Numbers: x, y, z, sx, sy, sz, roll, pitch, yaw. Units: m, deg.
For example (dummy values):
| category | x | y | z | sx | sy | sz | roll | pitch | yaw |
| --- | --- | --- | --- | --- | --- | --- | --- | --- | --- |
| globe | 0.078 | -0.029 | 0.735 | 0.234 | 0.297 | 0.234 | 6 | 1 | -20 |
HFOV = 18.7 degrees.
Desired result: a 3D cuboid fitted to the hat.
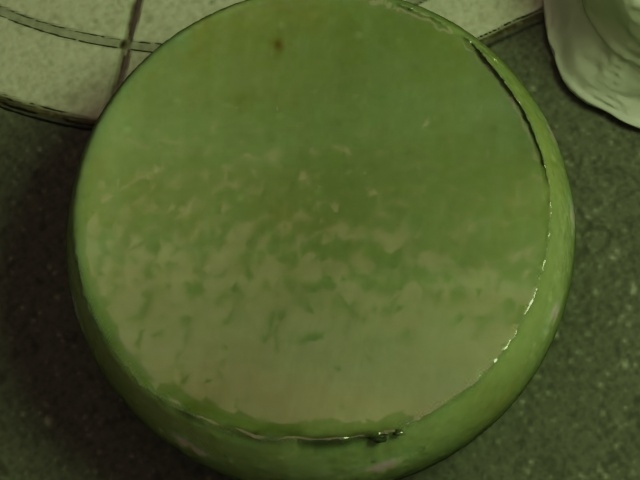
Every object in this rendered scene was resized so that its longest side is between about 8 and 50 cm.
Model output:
| category | x | y | z | sx | sy | sz | roll | pitch | yaw |
| --- | --- | --- | --- | --- | --- | --- | --- | --- | --- |
| hat | 0.248 | -0.187 | 1.373 | 0.203 | 0.126 | 0.203 | -3 | 70 | 9 |

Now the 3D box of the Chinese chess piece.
| category | x | y | z | sx | sy | sz | roll | pitch | yaw |
| --- | --- | --- | --- | --- | --- | --- | --- | --- | --- |
| Chinese chess piece | 0.000 | 0.000 | 1.340 | 0.349 | 0.146 | 0.349 | -2 | 73 | 7 |
